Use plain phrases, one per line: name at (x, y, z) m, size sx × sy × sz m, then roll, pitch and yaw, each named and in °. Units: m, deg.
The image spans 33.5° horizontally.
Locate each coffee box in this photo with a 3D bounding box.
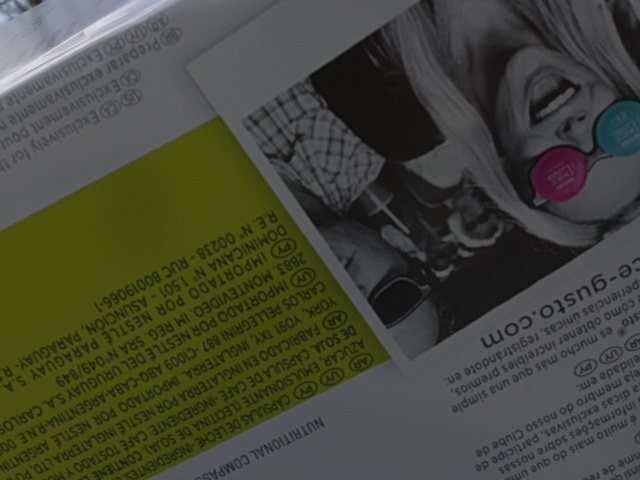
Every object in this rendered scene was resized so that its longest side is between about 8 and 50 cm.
coffee box at (0.000, 0.000, 0.566) m, size 0.334 × 0.338 × 0.337 m, roll 61°, pitch -176°, yaw -21°
